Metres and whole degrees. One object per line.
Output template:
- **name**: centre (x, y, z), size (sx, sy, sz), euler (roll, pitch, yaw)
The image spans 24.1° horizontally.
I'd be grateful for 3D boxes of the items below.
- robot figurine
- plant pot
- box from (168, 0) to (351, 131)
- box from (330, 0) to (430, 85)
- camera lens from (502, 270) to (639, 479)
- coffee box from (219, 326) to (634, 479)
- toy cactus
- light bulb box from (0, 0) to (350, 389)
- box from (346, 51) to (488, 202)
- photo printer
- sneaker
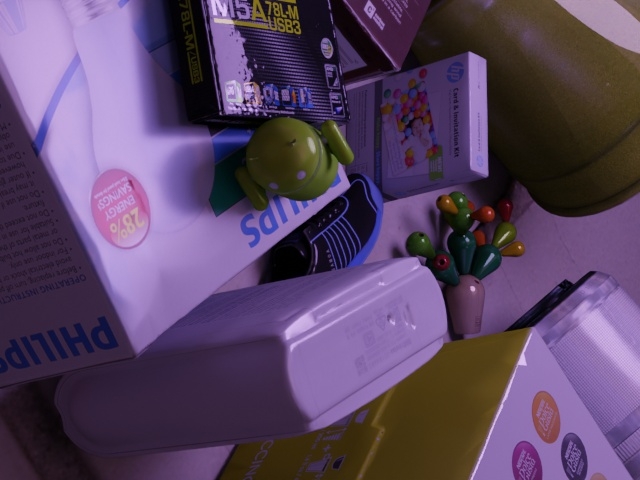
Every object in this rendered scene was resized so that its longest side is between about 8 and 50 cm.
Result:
- **robot figurine**: centre (-0.024, -0.071, 1.303), size (0.067, 0.101, 0.115), euler (68, 13, 12)
- **plant pot**: centre (0.275, -0.273, 1.908), size (0.353, 0.366, 0.366), euler (33, 55, -26)
- **box**: centre (-0.056, -0.192, 1.332), size (0.190, 0.045, 0.184), euler (-1, 82, -53)
- **box**: centre (0.040, -0.343, 1.732), size (0.143, 0.191, 0.381), euler (48, 48, -31)
- **camera lens**: centre (0.349, 0.193, 1.879), size (0.274, 0.219, 0.219), euler (50, 40, 7)
- **coffee box**: centre (0.100, 0.336, 1.497), size (0.334, 0.338, 0.338), euler (55, 42, -25)
- **toy cactus**: centre (0.191, 0.027, 1.896), size (0.219, 0.112, 0.181), euler (-10, 98, -59)
- **light bulb box**: centre (-0.209, -0.113, 1.339), size (0.358, 0.225, 0.361), euler (-40, 110, -48)
- **box**: centre (0.111, -0.127, 1.759), size (0.038, 0.186, 0.145), euler (18, 67, -47)
- **photo printer**: centre (-0.073, 0.110, 1.374), size (0.256, 0.307, 0.107), euler (-26, 101, -53)
- **sneaker**: centre (0.000, 0.000, 1.673), size (0.090, 0.081, 0.232), euler (53, 45, -37)
